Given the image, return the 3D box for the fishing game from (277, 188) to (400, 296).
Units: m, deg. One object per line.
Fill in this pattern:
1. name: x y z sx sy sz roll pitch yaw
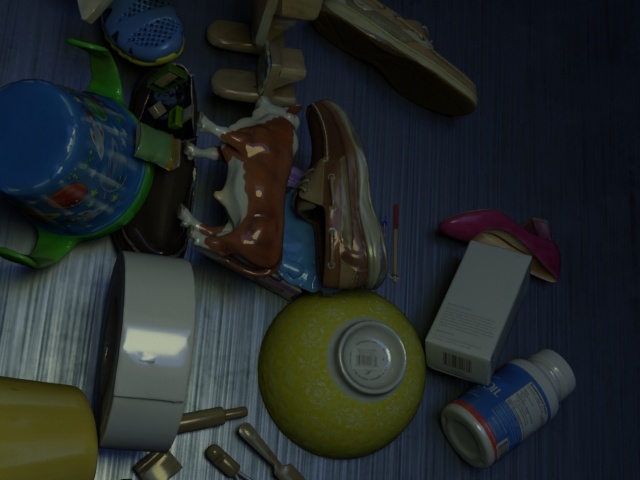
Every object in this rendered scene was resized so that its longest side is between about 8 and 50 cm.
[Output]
1. fishing game: 0.000 0.000 1.646 0.264 0.041 0.189 5 71 -10

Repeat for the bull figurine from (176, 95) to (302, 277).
1. bull figurine: -0.118 -0.100 1.573 0.188 0.101 0.311 10 69 -25

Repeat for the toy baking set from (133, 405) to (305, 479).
1. toy baking set: -0.158 0.355 1.572 0.256 0.030 0.197 -12 82 -22

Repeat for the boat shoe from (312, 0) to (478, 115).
1. boat shoe: 0.153 -0.354 1.836 0.341 0.121 0.110 34 67 -6

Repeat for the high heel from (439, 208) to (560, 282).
1. high heel: 0.324 0.015 1.811 0.244 0.082 0.117 7 62 -31

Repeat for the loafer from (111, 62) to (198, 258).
1. loafer: -0.263 -0.127 1.618 0.133 0.130 0.366 3 73 -18

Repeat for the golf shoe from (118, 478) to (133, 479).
1. golf shoe: -0.325 0.424 1.468 0.198 0.094 0.077 -34 72 1

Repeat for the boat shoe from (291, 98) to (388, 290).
1. boat shoe: 0.015 -0.074 1.594 0.116 0.123 0.325 -9 70 -13

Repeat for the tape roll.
1. tape roll: -0.257 0.160 1.452 0.100 0.286 0.286 9 72 -17

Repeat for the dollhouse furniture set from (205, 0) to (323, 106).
1. dollhouse furniture set: -0.138 -0.491 1.660 0.256 0.362 0.394 5 47 -17

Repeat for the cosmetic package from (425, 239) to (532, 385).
1. cosmetic package: 0.270 0.119 1.719 0.117 0.086 0.231 17 54 21

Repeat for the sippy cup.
1. sippy cup: -0.388 -0.129 1.479 0.240 0.224 0.306 -19 79 6

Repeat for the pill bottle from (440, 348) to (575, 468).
1. pill bottle: 0.322 0.277 1.709 0.221 0.124 0.124 -30 86 -25

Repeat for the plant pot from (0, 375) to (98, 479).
1. plant pot: -0.448 0.287 1.384 0.239 0.254 0.254 0 74 -36

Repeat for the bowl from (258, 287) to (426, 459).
1. bowl: 0.056 0.198 1.622 0.289 0.156 0.290 5 73 -17

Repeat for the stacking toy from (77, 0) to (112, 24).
1. stacking toy: -0.315 -0.508 1.530 0.279 0.130 0.309 -29 73 8

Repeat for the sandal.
1. sandal: -0.321 -0.422 1.648 0.126 0.138 0.317 -26 70 -15

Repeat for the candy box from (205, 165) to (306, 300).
1. candy box: -0.074 -0.025 1.687 0.164 0.070 0.196 29 67 -10

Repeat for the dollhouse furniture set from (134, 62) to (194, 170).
1. dollhouse furniture set: -0.231 -0.186 1.525 0.076 0.058 0.152 24 53 -41
